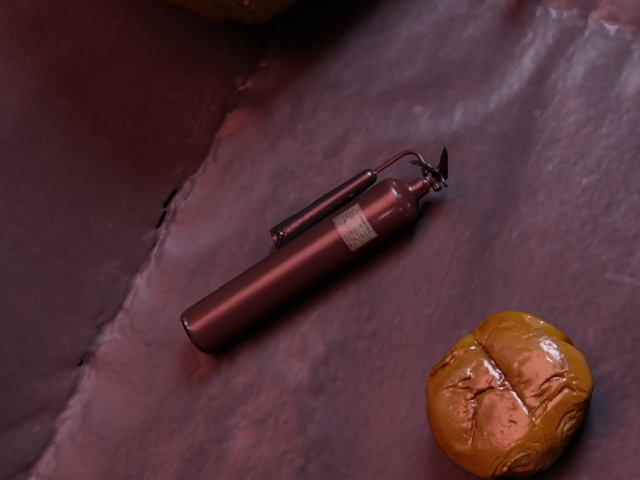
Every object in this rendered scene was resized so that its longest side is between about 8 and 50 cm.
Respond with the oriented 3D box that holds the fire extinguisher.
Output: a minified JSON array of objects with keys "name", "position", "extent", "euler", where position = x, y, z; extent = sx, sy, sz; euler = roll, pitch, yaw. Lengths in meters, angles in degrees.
[{"name":"fire extinguisher","position":[0.000,0.000,0.992],"extent":[0.173,0.035,0.049],"euler":[-33,18,11]}]

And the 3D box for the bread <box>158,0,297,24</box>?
[{"name":"bread","position":[-0.035,-0.303,1.080],"extent":[0.337,0.148,0.328],"euler":[-46,50,-3]}]

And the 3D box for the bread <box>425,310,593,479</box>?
[{"name":"bread","position":[0.093,0.075,0.896],"extent":[0.083,0.046,0.081],"euler":[-20,62,17]}]
